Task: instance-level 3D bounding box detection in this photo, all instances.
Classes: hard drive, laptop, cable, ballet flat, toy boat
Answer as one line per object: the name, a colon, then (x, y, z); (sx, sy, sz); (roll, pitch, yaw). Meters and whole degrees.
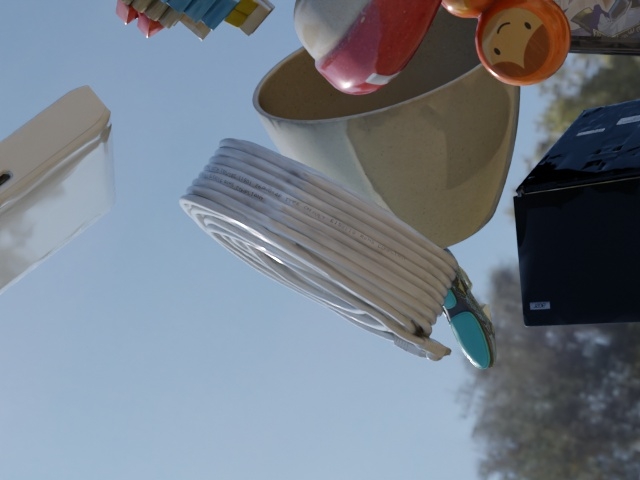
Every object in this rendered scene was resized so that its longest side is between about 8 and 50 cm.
hard drive: (-0.257, -0.015, 1.137); (0.203, 0.040, 0.307); (-39, -3, -12)
laptop: (0.351, -0.040, 1.587); (0.264, 0.234, 0.136); (-47, -67, -31)
cable: (0.000, 0.000, 1.252); (0.089, 0.257, 0.257); (-60, -31, -7)
ballet flat: (0.204, 0.089, 1.954); (0.070, 0.070, 0.188); (-37, -81, -44)
toy boat: (0.096, -0.160, 0.871); (0.231, 0.151, 0.151); (-40, -2, -33)

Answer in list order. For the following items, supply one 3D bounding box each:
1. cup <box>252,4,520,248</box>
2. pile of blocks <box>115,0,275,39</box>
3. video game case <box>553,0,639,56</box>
cup: (0.108, -0.123, 1.728); (0.331, 0.331, 0.237); (-43, -56, -40)
pile of blocks: (-0.204, -0.287, 1.584); (0.362, 0.149, 0.112); (23, -62, -42)
video game case: (0.297, -0.292, 1.170); (0.248, 0.035, 0.275); (0, -88, -15)
